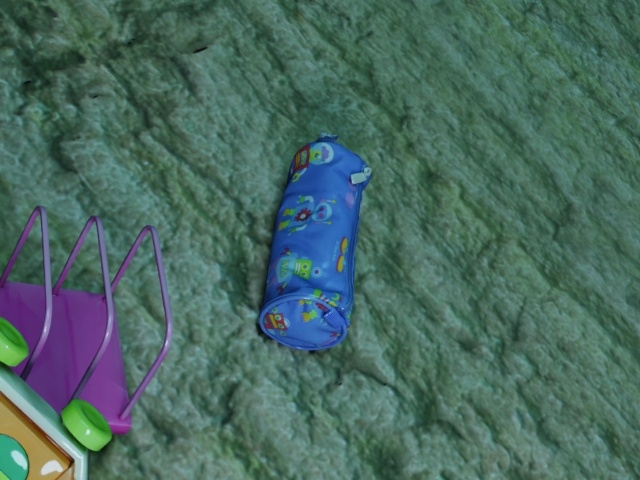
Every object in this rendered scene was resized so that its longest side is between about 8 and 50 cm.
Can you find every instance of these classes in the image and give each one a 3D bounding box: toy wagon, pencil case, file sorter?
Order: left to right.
[{"bbox_3d":[-0.331,0.251,1.067,0.267,0.068,0.344,-43,98,3],"label":"toy wagon"},{"bbox_3d":[-0.333,0.072,1.207,0.290,0.182,0.202,10,42,-29],"label":"file sorter"},{"bbox_3d":[0.000,0.000,1.511,0.119,0.133,0.306,46,41,-40],"label":"pencil case"}]
